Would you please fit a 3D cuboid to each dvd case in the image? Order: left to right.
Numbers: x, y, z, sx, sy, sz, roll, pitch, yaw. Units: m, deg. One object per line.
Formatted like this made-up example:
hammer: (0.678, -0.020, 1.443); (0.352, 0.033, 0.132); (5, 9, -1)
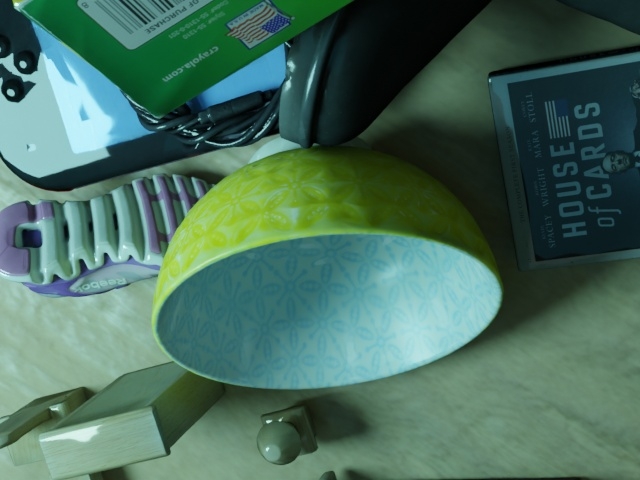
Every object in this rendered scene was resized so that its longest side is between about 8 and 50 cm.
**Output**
dvd case: (0.274, -0.074, 0.949); (0.238, 0.029, 0.179); (-8, 104, 15)

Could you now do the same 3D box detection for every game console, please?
game console: (-0.154, -0.240, 0.983); (0.386, 0.060, 0.342); (-13, 103, 16)

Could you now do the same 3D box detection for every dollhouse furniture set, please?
dollhouse furniture set: (-0.138, 0.310, 1.066); (0.303, 0.174, 0.355); (-15, 97, 17)

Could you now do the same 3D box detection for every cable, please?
cable: (-0.089, -0.149, 0.942); (0.184, 0.047, 0.150); (18, 107, 8)

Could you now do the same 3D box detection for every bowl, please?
bowl: (0.000, 0.000, 0.949); (0.289, 0.289, 0.156); (-16, 59, 17)

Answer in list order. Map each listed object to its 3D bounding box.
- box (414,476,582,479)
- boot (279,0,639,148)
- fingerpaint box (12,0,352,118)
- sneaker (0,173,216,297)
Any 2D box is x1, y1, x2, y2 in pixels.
box: (0.142, 0.320, 1.011); (0.203, 0.168, 0.167); (-4, 97, 14)
boot: (0.231, -0.168, 0.830); (0.445, 0.146, 0.367); (22, 90, 4)
fingerpaint box: (-0.011, -0.355, 0.746); (0.445, 0.163, 0.371); (-29, 59, 14)
sneaker: (-0.185, 0.006, 1.053); (0.236, 0.104, 0.095); (-7, 63, -4)
